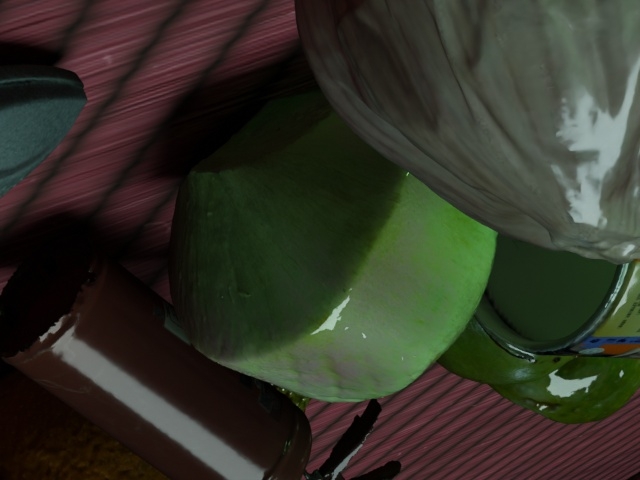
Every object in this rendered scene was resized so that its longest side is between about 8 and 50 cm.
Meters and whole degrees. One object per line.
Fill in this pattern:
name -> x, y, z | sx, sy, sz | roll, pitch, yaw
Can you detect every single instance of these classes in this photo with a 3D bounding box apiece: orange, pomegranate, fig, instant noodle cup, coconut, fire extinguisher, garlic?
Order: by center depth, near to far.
garlic -> 0.156, -0.118, 0.921 | 0.317, 0.259, 0.317 | 4, 170, 1
coconut -> 0.000, 0.000, 1.195 | 0.236, 0.204, 0.236 | 6, 155, 3
instant noodle cup -> 0.235, -0.032, 1.313 | 0.214, 0.296, 0.296 | -4, 154, -30
fire extinguisher -> -0.076, 0.115, 1.314 | 0.147, 0.106, 0.337 | -42, 123, 11
orange -> -0.179, 0.204, 1.478 | 0.264, 0.264, 0.264 | -22, 162, -7
pomegranate -> 0.154, 0.027, 1.559 | 0.180, 0.180, 0.209 | -28, 133, 12
fig -> 0.273, 0.046, 1.771 | 0.275, 0.206, 0.206 | -52, 156, 9

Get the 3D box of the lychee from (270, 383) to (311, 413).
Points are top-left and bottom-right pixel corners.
lychee -> -0.067, 0.140, 1.658 | 0.146, 0.114, 0.114 | -44, 163, -3

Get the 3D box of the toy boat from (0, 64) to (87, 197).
toy boat -> -0.271, -0.024, 0.961 | 0.320, 0.092, 0.141 | -25, 163, -21
